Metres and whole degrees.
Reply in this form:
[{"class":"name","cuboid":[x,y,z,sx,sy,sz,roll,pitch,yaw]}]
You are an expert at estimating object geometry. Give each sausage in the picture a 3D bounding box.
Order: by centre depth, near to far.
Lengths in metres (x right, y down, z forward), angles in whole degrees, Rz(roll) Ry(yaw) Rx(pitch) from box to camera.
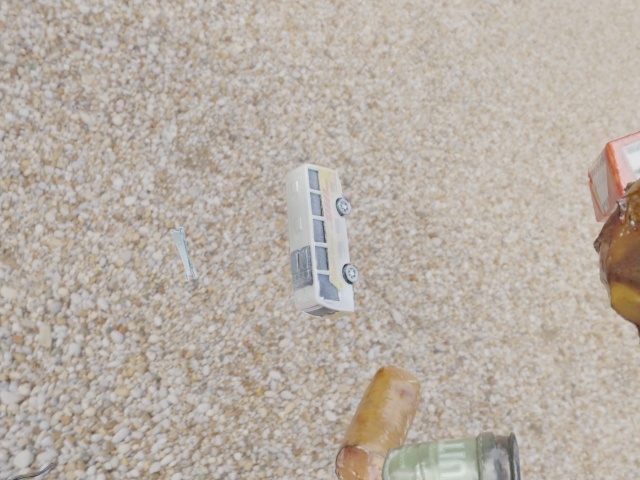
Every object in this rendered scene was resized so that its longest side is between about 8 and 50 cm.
[{"class":"sausage","cuboid":[0.105,0.310,1.060,0.109,0.109,0.270,46,31,-3]}]

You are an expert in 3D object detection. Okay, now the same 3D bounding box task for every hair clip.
[{"class":"hair clip","cuboid":[-0.288,0.029,1.314,0.039,0.030,0.115,-23,93,-82]}]

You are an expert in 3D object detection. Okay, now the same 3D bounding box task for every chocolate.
[{"class":"chocolate","cuboid":[0.563,-0.123,1.002,0.235,0.237,0.108,20,52,-73]}]

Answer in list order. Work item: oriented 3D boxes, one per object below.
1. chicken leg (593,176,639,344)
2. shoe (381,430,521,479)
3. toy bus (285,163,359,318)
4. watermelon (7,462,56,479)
[{"class":"chicken leg","cuboid":[0.294,-0.003,0.367,0.304,0.093,0.113,-9,99,-13]},{"class":"shoe","cuboid":[0.120,0.315,0.596,0.109,0.149,0.293,-38,126,-69]},{"class":"toy bus","cuboid":[0.000,0.000,1.409,0.138,0.097,0.343,12,67,-42]},{"class":"watermelon","cuboid":[-0.500,0.508,0.998,0.204,0.127,0.232,-14,77,-40]}]
